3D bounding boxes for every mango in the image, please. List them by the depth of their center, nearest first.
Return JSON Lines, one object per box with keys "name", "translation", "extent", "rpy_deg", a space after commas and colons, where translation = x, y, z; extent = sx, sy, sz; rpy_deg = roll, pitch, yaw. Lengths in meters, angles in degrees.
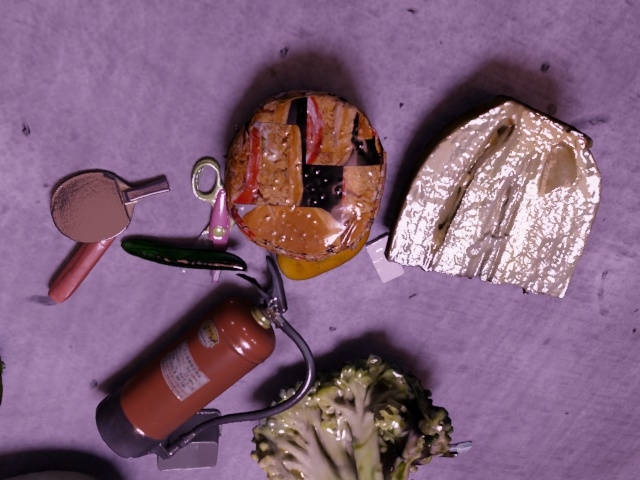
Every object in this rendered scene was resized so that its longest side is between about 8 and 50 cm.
{"name": "mango", "translation": [-0.001, -0.005, 0.847], "extent": [0.163, 0.089, 0.111], "rpy_deg": [-30, 121, 12]}

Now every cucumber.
{"name": "cucumber", "translation": [-0.196, 0.024, 0.832], "extent": [0.184, 0.033, 0.036], "rpy_deg": [8, 143, -6]}

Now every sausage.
{"name": "sausage", "translation": [-0.339, 0.033, 0.816], "extent": [0.030, 0.035, 0.147], "rpy_deg": [40, 105, -5]}

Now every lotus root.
{"name": "lotus root", "translation": [0.249, -0.081, 0.839], "extent": [0.267, 0.149, 0.260], "rpy_deg": [11, 113, 0]}

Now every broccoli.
{"name": "broccoli", "translation": [0.063, 0.356, 0.948], "extent": [0.348, 0.281, 0.293], "rpy_deg": [10, 128, -21]}

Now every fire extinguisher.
{"name": "fire extinguisher", "translation": [-0.158, 0.209, 0.905], "extent": [0.376, 0.113, 0.200], "rpy_deg": [-41, 108, 10]}

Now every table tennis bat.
{"name": "table tennis bat", "translation": [-0.284, -0.052, 0.780], "extent": [0.158, 0.014, 0.095], "rpy_deg": [-19, 101, -11]}

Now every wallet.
{"name": "wallet", "translation": [0.106, 0.030, 0.937], "extent": [0.044, 0.011, 0.083], "rpy_deg": [-27, 122, 2]}

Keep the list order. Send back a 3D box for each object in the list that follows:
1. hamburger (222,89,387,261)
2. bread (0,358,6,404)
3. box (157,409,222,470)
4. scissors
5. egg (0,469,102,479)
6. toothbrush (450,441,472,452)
{"name": "hamburger", "translation": [-0.024, -0.086, 0.744], "extent": [0.231, 0.107, 0.231], "rpy_deg": [1, 100, 3]}
{"name": "bread", "translation": [-0.646, 0.209, 0.782], "extent": [0.382, 0.129, 0.366], "rpy_deg": [-44, 120, 13]}
{"name": "box", "translation": [-0.230, 0.349, 0.999], "extent": [0.122, 0.069, 0.084], "rpy_deg": [2, 118, -15]}
{"name": "scissors", "translation": [-0.146, -0.020, 0.841], "extent": [0.134, 0.020, 0.187], "rpy_deg": [21, 112, -17]}
{"name": "egg", "translation": [-0.471, 0.509, 0.920], "extent": [0.352, 0.258, 0.258], "rpy_deg": [-4, 120, -9]}
{"name": "toothbrush", "translation": [0.214, 0.446, 1.197], "extent": [0.220, 0.016, 0.019], "rpy_deg": [-6, 129, -12]}
